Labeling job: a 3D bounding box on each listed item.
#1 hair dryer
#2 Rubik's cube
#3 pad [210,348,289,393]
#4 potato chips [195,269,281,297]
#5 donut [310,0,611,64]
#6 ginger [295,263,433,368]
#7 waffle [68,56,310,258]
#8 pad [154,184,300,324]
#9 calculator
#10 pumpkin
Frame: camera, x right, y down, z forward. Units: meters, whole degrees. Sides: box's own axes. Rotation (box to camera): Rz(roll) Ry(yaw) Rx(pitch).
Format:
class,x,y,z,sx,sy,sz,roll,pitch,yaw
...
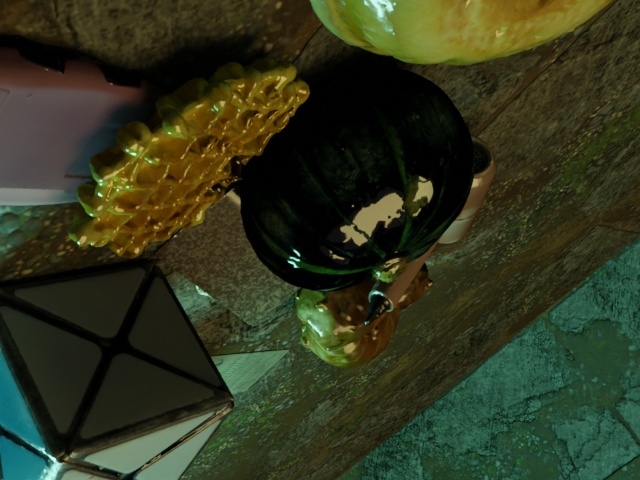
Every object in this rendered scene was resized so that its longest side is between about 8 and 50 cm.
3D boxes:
class,x,y,z,sx,sy,sz,roll,pitch,yaw
hair dryer,0.160,0.000,1.354,0.344,0.106,0.189,-56,169,-31
Rubik's cube,-0.309,0.206,1.129,0.254,0.259,0.260,-11,144,-45
pad,-0.186,0.273,1.721,0.159,0.009,0.265,-45,155,24
potato chips,0.000,0.000,1.345,0.406,0.080,0.057,-26,138,-18
donut,0.177,-0.334,0.764,0.448,0.198,0.449,-28,157,-13
ginger,0.079,0.101,1.566,0.274,0.152,0.357,-49,160,-13
waffle,-0.147,-0.089,0.954,0.309,0.065,0.283,-33,166,-18
pad,-0.109,0.028,1.240,0.158,0.003,0.235,-38,135,10
calculator,-0.267,-0.100,0.843,0.194,0.043,0.294,-46,156,24
pumpkin,0.051,-0.059,1.094,0.315,0.239,0.315,-27,161,-10
